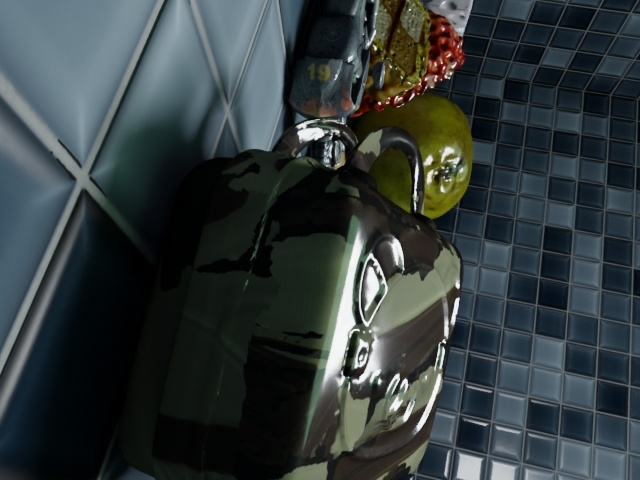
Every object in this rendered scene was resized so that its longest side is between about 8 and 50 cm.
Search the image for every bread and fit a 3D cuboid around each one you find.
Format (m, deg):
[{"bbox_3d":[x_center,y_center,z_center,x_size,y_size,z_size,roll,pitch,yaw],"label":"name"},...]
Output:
[{"bbox_3d":[0.112,-0.372,1.029,0.181,0.096,0.222,35,55,-32],"label":"bread"}]

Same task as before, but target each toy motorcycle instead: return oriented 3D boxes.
[{"bbox_3d":[0.026,-0.248,0.790,0.173,0.108,0.307,58,41,-72],"label":"toy motorcycle"}]

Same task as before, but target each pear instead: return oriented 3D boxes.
[{"bbox_3d":[0.226,-0.218,1.507,0.413,0.352,0.352,-117,-145,-72],"label":"pear"}]

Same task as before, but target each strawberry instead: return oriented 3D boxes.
[{"bbox_3d":[0.151,-0.383,1.211,0.336,0.265,0.149,-48,124,-42],"label":"strawberry"}]

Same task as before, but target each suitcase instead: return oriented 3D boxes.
[{"bbox_3d":[0.003,0.056,0.535,0.351,0.194,0.339,21,81,-60],"label":"suitcase"}]

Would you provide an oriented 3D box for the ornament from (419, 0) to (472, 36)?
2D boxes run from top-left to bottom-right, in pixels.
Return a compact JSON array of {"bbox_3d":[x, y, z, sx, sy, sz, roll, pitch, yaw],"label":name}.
[{"bbox_3d":[0.243,-0.633,1.328,0.240,0.239,0.239,-31,132,-79],"label":"ornament"}]

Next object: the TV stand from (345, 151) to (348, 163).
[{"bbox_3d":[0.035,-0.092,1.336,0.256,0.040,0.049,94,9,-45],"label":"TV stand"}]

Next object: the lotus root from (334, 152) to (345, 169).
[{"bbox_3d":[0.013,-0.144,1.006,0.152,0.063,0.072,-72,-179,-64],"label":"lotus root"}]
